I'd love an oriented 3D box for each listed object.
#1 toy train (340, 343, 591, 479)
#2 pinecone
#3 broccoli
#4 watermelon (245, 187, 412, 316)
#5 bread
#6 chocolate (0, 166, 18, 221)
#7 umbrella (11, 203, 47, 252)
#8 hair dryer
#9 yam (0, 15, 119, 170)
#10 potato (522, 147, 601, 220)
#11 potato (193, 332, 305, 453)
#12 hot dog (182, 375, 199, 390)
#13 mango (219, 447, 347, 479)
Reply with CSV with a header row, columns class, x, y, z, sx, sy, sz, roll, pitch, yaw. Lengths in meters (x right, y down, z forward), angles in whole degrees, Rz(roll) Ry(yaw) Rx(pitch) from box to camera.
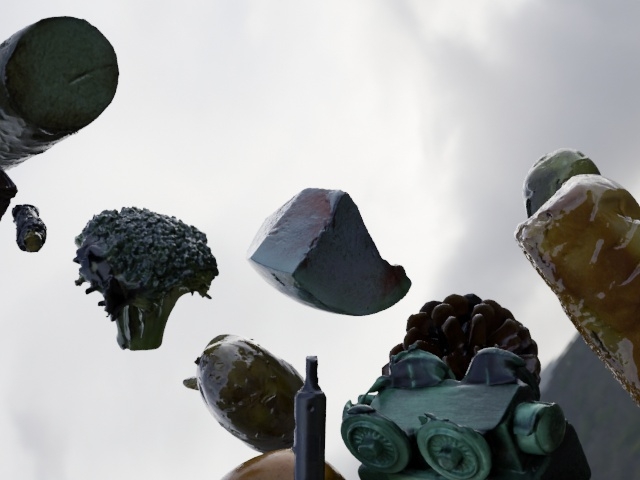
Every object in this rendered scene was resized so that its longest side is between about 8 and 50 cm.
class,x,y,z,sx,sy,sz,roll,pitch,yaw
toy train,0.165,0.256,1.400,0.167,0.299,0.238,-45,-60,-38
pinecone,0.215,0.197,1.757,0.264,0.264,0.264,-43,-24,-24
broccoli,-0.305,0.073,1.880,0.247,0.263,0.243,-52,-28,-54
watermelon,0.000,0.000,1.995,0.320,0.289,0.213,8,-71,-34
bread,0.328,0.068,1.206,0.132,0.294,0.167,-36,-3,11
chocolate,-0.531,-0.142,1.513,0.112,0.321,0.112,-47,-17,19
umbrella,-0.347,-0.014,1.382,0.037,0.040,0.144,-61,23,5
hair dryer,-0.038,0.251,1.283,0.078,0.196,0.248,113,159,-84
yam,-0.429,-0.197,1.639,0.304,0.168,0.168,-18,8,44
potato,0.437,-0.046,2.081,0.169,0.144,0.248,63,-153,-79
potato,-0.102,0.228,1.743,0.141,0.191,0.296,-44,-20,-4
hot dog,-0.206,0.260,2.105,0.090,0.034,0.030,-13,0,18
mango,-0.061,0.370,1.451,0.191,0.159,0.290,-7,-35,-42
